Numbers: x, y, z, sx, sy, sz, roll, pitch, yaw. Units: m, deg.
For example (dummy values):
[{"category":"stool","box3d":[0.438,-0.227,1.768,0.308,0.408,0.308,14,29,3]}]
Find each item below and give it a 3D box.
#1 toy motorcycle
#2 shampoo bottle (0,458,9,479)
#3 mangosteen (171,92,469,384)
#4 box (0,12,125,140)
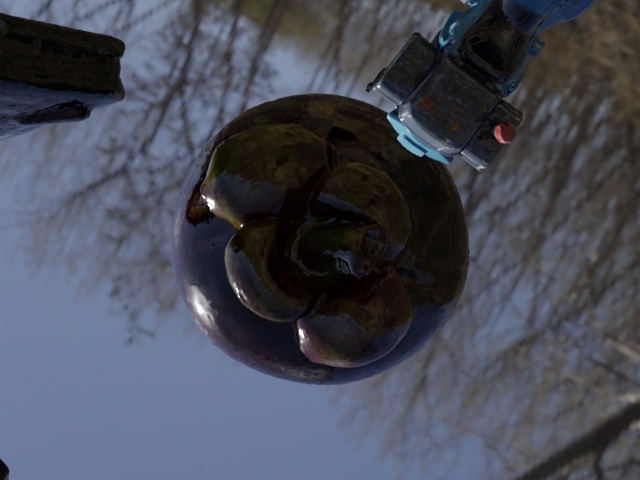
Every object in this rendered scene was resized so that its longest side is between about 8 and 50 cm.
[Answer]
[{"category":"toy motorcycle","box3d":[0.146,-0.168,1.066,0.123,0.272,0.182,36,-174,-4]},{"category":"shampoo bottle","box3d":[-0.163,0.122,0.643,0.048,0.027,0.137,46,-167,-4]},{"category":"mangosteen","box3d":[0.000,0.000,1.546,0.306,0.307,0.347,26,-178,1]},{"category":"box","box3d":[-0.410,-0.145,1.502,0.359,0.091,0.350,-12,171,35]}]
